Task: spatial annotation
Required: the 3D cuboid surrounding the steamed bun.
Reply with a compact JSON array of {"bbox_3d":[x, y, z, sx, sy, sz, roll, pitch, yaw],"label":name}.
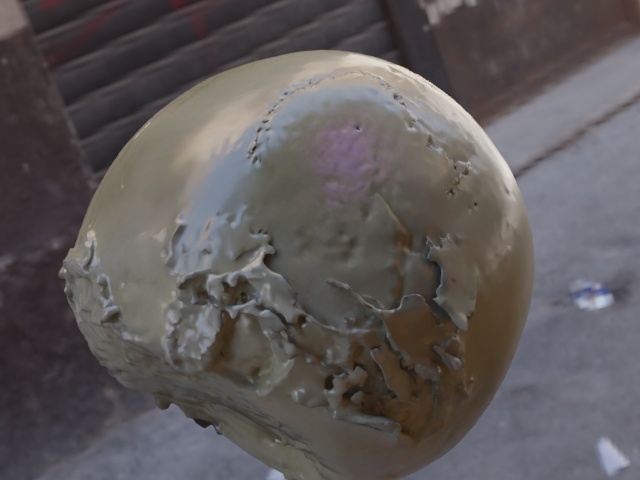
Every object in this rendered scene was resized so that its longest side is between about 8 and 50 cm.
[{"bbox_3d":[0.000,0.000,1.053,0.233,0.334,0.312,126,167,-67],"label":"steamed bun"}]
